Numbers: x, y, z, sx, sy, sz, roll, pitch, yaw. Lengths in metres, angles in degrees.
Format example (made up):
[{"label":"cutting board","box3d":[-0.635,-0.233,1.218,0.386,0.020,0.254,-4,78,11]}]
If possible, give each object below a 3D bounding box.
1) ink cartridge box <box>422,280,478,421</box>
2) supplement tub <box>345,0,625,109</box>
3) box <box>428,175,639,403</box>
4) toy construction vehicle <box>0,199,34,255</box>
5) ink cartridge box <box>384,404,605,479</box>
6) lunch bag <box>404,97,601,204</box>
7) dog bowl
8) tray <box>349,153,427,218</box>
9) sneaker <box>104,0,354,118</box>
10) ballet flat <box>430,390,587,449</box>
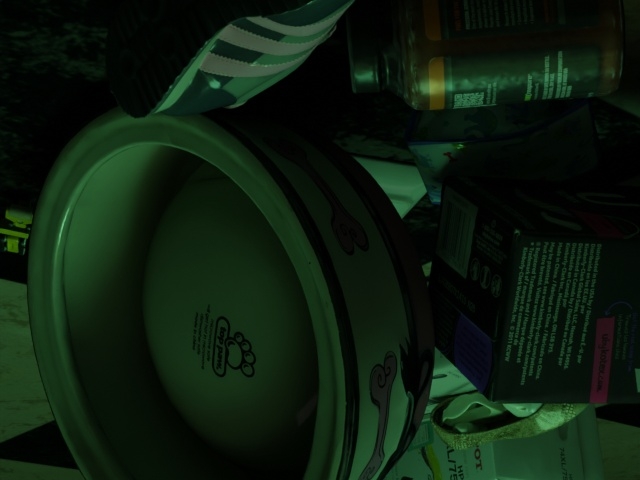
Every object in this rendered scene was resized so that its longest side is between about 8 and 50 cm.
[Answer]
[{"label":"ink cartridge box","box3d":[0.129,0.137,1.769,0.273,0.115,0.198,-17,155,28]},{"label":"supplement tub","box3d":[0.119,-0.151,1.085,0.198,0.106,0.106,-4,158,2]},{"label":"box","box3d":[0.240,0.039,1.198,0.270,0.143,0.165,2,-163,-18]},{"label":"toy construction vehicle","box3d":[-0.274,-0.016,1.453,0.086,0.035,0.098,10,154,-4]},{"label":"ink cartridge box","box3d":[0.218,0.273,2.007,0.197,0.198,0.270,12,152,-32]},{"label":"lunch bag","box3d":[0.157,-0.093,1.244,0.151,0.096,0.129,0,159,16]},{"label":"dog bowl","box3d":[-0.074,0.073,1.259,0.150,0.408,0.408,-14,170,-44]},{"label":"tray","box3d":[0.000,0.000,1.485,0.145,0.030,0.270,7,148,-25]},{"label":"sneaker","box3d":[-0.022,-0.181,1.023,0.131,0.112,0.319,-7,167,-41]},{"label":"ballet flat","box3d":[0.210,0.191,1.683,0.206,0.073,0.067,-27,135,34]}]
